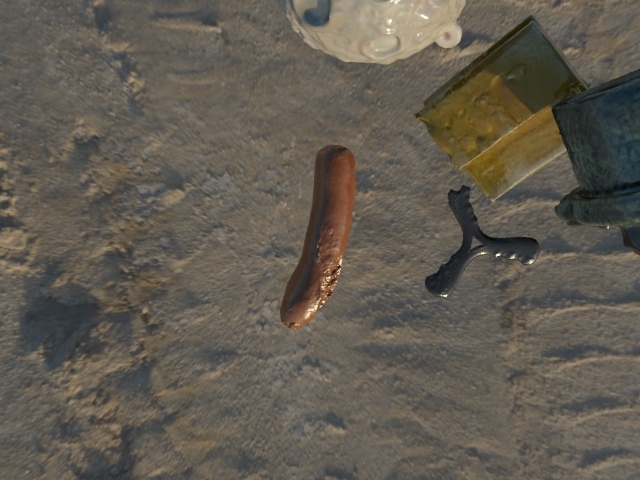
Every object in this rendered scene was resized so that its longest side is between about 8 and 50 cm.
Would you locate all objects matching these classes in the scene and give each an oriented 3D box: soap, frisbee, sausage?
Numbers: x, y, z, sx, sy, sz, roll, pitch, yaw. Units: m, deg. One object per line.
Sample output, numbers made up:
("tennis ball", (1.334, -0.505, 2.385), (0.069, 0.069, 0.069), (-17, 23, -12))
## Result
("soap", (0.373, -0.247, 1.309), (0.281, 0.143, 0.259), (-39, 95, 27))
("frisbee", (0.260, -0.005, 1.162), (0.211, 0.012, 0.187), (-25, 105, 2))
("sausage", (0.002, 0.000, 1.142), (0.087, 0.079, 0.326), (13, 99, -1))

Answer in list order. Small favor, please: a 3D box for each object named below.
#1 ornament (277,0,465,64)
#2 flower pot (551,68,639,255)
("ornament", (0.083, -0.459, 1.066), (0.337, 0.337, 0.336), (0, 88, -3))
("flower pot", (0.515, -0.122, 1.079), (0.299, 0.299, 0.282), (-24, 97, -3))
